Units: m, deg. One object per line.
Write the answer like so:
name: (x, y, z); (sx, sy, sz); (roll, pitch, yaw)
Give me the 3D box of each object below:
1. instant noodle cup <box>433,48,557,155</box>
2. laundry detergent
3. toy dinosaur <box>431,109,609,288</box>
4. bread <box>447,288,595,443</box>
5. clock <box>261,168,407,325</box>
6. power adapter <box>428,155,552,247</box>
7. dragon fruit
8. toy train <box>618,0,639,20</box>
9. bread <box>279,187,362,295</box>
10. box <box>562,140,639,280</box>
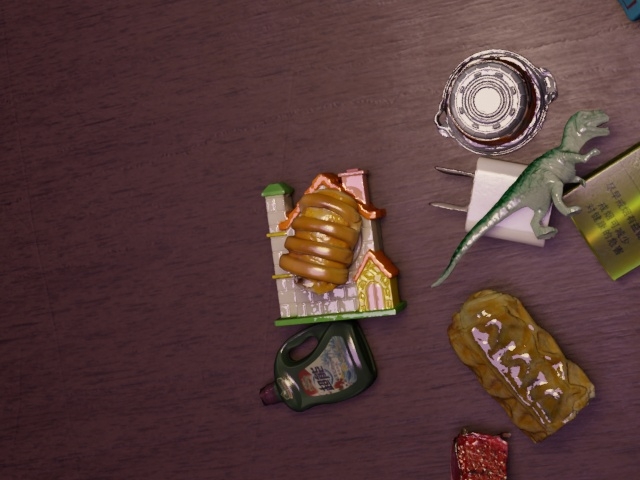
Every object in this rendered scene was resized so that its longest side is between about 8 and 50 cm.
instant noodle cup: (0.280, -0.229, 1.724); (0.208, 0.125, 0.178); (-35, 85, 15)
laundry detergent: (-0.019, 0.230, 1.875); (0.221, 0.078, 0.144); (-22, 88, 18)
toy dinosaur: (0.327, -0.039, 1.616); (0.383, 0.076, 0.129); (-46, 50, 4)
bread: (0.328, 0.202, 1.752); (0.152, 0.130, 0.268); (-43, 84, 23)
clock: (0.019, 0.010, 1.826); (0.219, 0.106, 0.255); (-7, 93, 15)
power adapter: (0.282, -0.072, 1.737); (0.204, 0.125, 0.130); (13, 98, 12)
dragon fruit: (0.275, 0.406, 1.812); (0.102, 0.096, 0.147); (2, 65, 5)
toy train: (0.496, -0.505, 1.571); (0.188, 0.265, 0.300); (-19, 89, 4)
bread: (0.000, 0.000, 1.742); (0.119, 0.084, 0.177); (15, 91, 15)
box: (0.558, -0.086, 1.684); (0.311, 0.043, 0.173); (-34, 99, 13)
